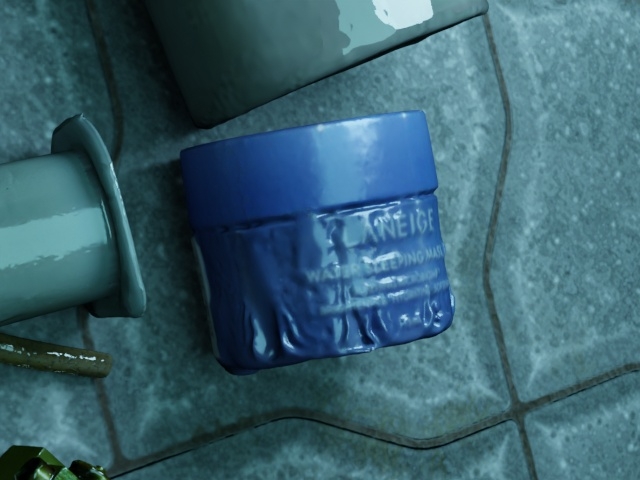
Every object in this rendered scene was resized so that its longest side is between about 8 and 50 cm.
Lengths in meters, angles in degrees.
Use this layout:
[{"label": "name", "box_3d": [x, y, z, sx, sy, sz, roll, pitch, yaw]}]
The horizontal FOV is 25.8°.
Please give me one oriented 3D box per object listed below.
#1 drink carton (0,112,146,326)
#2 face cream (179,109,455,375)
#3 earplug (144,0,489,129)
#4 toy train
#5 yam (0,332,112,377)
[{"label": "drink carton", "box_3d": [-0.284, 0.000, 1.258, 0.189, 0.185, 0.191, -14, 94, -20]}, {"label": "face cream", "box_3d": [0.000, 0.000, 1.373, 0.249, 0.249, 0.225, -12, 94, -31]}, {"label": "earplug", "box_3d": [-0.056, -0.339, 1.345, 0.312, 0.312, 0.394, -27, 96, -30]}, {"label": "toy train", "box_3d": [-0.210, 0.279, 1.288, 0.225, 0.137, 0.090, 49, 60, -22]}, {"label": "yam", "box_3d": [-0.268, 0.109, 1.327, 0.145, 0.032, 0.032, 13, 79, -30]}]
